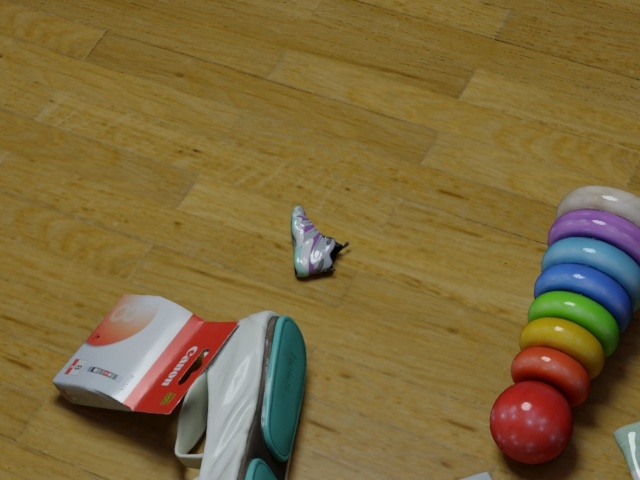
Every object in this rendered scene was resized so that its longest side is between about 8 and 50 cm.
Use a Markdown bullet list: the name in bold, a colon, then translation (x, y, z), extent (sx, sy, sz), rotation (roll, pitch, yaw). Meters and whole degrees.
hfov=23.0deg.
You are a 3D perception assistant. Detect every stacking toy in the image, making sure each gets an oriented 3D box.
- **stacking toy**: translation (0.273, 0.100, 1.746), extent (0.141, 0.141, 0.330), rotation (20, 59, 19)

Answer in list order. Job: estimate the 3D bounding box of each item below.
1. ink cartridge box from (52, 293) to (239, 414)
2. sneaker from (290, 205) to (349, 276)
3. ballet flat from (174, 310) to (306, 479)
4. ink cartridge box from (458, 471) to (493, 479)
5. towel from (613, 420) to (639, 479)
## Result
- **ink cartridge box**: translation (-0.196, 0.125, 1.752), extent (0.179, 0.045, 0.145), rotation (-2, 41, 46)
- **sneaker**: translation (0.000, 0.000, 1.900), extent (0.069, 0.038, 0.098), rotation (-4, 59, -2)
- **ballet flat**: translation (-0.095, 0.246, 1.657), extent (0.139, 0.139, 0.400), rotation (1, 46, 5)
- **ink cartridge box**: translation (0.136, 0.351, 1.563), extent (0.153, 0.086, 0.208), rotation (-16, 50, -10)
- **towel**: translation (0.463, 0.287, 1.544), extent (0.248, 0.038, 0.324), rotation (-14, 51, -5)
